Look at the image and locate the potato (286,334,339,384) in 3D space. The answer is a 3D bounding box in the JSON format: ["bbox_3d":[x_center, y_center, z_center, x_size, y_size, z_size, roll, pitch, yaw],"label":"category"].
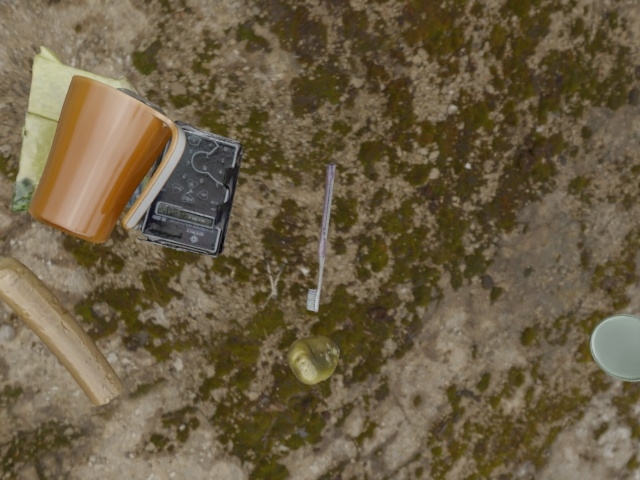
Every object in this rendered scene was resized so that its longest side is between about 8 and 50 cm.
[{"bbox_3d":[-0.017,0.229,1.075,0.137,0.070,0.092,-1,65,-56],"label":"potato"}]

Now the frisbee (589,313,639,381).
[{"bbox_3d":[0.492,0.171,0.896,0.014,0.110,0.110,-9,108,-56],"label":"frisbee"}]

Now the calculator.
[{"bbox_3d":[-0.246,-0.103,1.075,0.165,0.028,0.274,15,60,-16],"label":"calculator"}]

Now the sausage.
[{"bbox_3d":[-0.415,0.148,0.885,0.065,0.065,0.301,-32,124,-15],"label":"sausage"}]

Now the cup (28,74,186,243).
[{"bbox_3d":[-0.352,-0.130,0.934,0.264,0.226,0.182,-67,160,-4],"label":"cup"}]

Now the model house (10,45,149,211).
[{"bbox_3d":[-0.504,-0.204,1.205,0.266,0.261,0.322,8,88,-26],"label":"model house"}]

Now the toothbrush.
[{"bbox_3d":[0.000,0.000,1.252,0.029,0.024,0.355,9,110,6],"label":"toothbrush"}]
